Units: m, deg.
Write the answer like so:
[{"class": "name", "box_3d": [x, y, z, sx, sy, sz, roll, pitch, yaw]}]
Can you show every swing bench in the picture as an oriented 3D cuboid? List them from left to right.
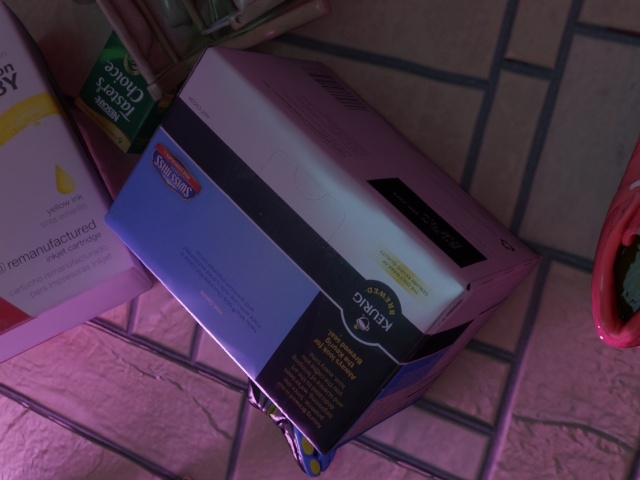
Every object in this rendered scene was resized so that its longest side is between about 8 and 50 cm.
[{"class": "swing bench", "box_3d": [-0.126, -0.327, 1.011, 0.254, 0.165, 0.253, -19, 112, 31]}]

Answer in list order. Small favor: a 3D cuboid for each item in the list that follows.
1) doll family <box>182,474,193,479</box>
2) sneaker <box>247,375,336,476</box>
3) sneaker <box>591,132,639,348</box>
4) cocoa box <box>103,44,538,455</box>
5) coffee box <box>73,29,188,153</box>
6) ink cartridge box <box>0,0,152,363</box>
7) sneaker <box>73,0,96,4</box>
[{"class": "doll family", "box_3d": [-0.243, 0.370, 1.215, 0.076, 0.111, 0.193, 30, 109, 23]}, {"class": "sneaker", "box_3d": [-0.039, 0.189, 1.123, 0.078, 0.067, 0.188, -37, 78, 48]}, {"class": "sneaker", "box_3d": [0.323, -0.039, 0.852, 0.116, 0.136, 0.314, 19, 104, 25]}, {"class": "cocoa box", "box_3d": [0.000, 0.000, 0.978, 0.347, 0.231, 0.228, 44, 114, 18]}, {"class": "coffee box", "box_3d": [-0.226, -0.212, 1.190, 0.113, 0.040, 0.184, 44, 113, 18]}, {"class": "ink cartridge box", "box_3d": [-0.423, -0.059, 1.180, 0.279, 0.160, 0.385, -27, 80, -6]}, {"class": "sneaker", "box_3d": [-0.263, -0.446, 1.154, 0.146, 0.102, 0.293, 49, 115, 17]}]
